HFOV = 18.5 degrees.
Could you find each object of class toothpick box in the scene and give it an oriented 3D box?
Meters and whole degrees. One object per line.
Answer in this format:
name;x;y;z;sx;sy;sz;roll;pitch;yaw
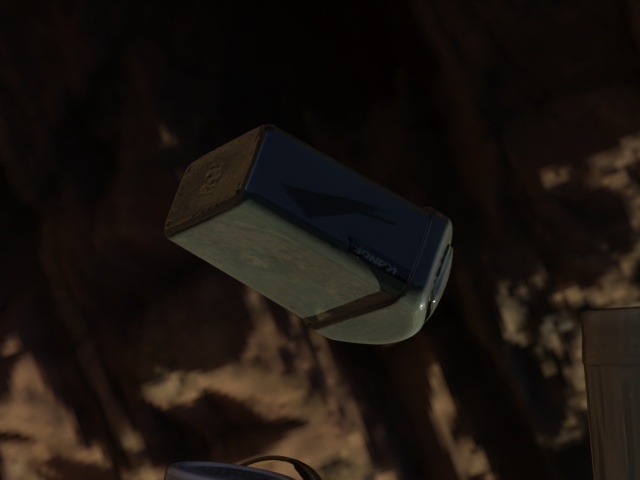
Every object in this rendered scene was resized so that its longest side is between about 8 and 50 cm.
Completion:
toothpick box;0.272;0.141;1.600;0.111;0.111;0.181;9;77;-82

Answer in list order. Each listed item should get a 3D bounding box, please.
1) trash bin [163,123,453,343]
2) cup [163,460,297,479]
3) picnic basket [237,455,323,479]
trash bin;0.000;0.000;1.749;0.236;0.176;0.101;30;65;-23
cup;-0.080;0.223;1.367;0.099;0.136;0.133;6;93;-43
picnic basket;-0.066;0.270;1.805;0.138;0.178;0.128;22;41;-63
